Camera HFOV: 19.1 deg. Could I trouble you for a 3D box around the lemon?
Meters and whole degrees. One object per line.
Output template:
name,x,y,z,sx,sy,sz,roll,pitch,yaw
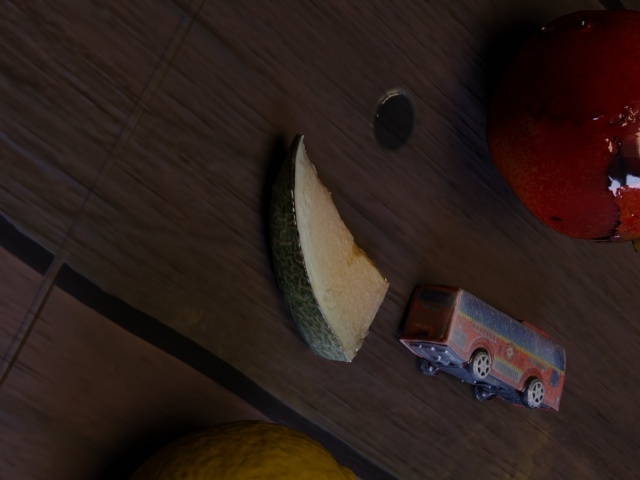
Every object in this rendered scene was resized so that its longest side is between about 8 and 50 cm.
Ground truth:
lemon,-0.068,0.230,1.437,0.244,0.187,0.187,-29,120,-31

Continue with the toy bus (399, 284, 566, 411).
toy bus,0.151,0.099,1.708,0.192,0.065,0.077,29,73,-46

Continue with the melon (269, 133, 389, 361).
melon,-0.003,0.007,1.538,0.098,0.054,0.182,-55,133,-28

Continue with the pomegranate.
pomegranate,0.251,-0.094,1.667,0.210,0.210,0.235,-56,149,-19
